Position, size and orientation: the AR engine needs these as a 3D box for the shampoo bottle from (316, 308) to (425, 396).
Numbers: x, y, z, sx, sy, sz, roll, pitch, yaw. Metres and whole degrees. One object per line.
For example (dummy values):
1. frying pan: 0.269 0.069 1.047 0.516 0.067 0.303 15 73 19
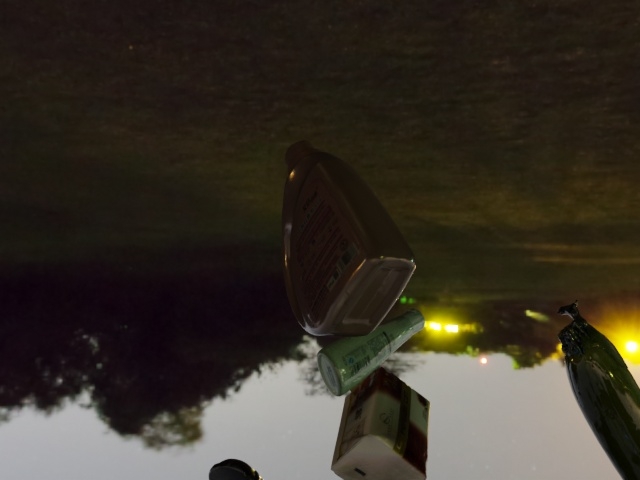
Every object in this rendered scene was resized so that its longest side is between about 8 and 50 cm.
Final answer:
1. shampoo bottle: 0.077 0.147 0.951 0.191 0.069 0.041 -25 -177 -39

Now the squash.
1. squash: 0.393 0.230 0.879 0.087 0.331 0.087 -31 -176 2

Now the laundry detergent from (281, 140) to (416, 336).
1. laundry detergent: 0.000 0.000 0.768 0.076 0.171 0.237 7 -144 -35

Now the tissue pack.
1. tissue pack: 0.090 0.271 0.941 0.106 0.099 0.148 36 -153 -9

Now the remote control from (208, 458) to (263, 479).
1. remote control: -0.082 0.427 1.026 0.090 0.265 0.066 -21 -162 21
